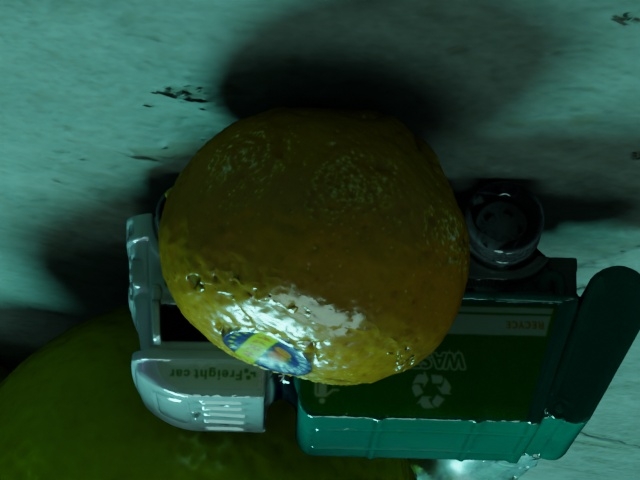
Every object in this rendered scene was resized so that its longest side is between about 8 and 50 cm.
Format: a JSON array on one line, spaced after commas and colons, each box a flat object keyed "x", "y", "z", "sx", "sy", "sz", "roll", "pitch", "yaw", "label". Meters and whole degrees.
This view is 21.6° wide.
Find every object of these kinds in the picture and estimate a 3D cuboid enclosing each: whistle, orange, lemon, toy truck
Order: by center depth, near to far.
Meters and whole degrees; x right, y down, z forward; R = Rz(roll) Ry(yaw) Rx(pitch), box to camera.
[{"x": -0.001, "y": 0.000, "z": 0.716, "sx": 0.135, "sy": 0.118, "sz": 0.136, "roll": 17, "pitch": 149, "yaw": 11, "label": "orange"}, {"x": 0.031, "y": 0.041, "z": 0.828, "sx": 0.253, "sy": 0.124, "sz": 0.114, "roll": 0, "pitch": 159, "yaw": -2, "label": "toy truck"}, {"x": -0.076, "y": 0.154, "z": 0.961, "sx": 0.267, "sy": 0.267, "sz": 0.267, "roll": 1, "pitch": 161, "yaw": 0, "label": "lemon"}, {"x": 0.086, "y": 0.187, "z": 1.261, "sx": 0.122, "sy": 0.123, "sz": 0.223, "roll": 17, "pitch": 150, "yaw": -37, "label": "whistle"}]

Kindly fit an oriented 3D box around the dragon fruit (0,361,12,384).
[{"x": -0.226, "y": 0.206, "z": 1.173, "sx": 0.231, "sy": 0.237, "sz": 0.302, "roll": 44, "pitch": -177, "yaw": 10, "label": "dragon fruit"}]
